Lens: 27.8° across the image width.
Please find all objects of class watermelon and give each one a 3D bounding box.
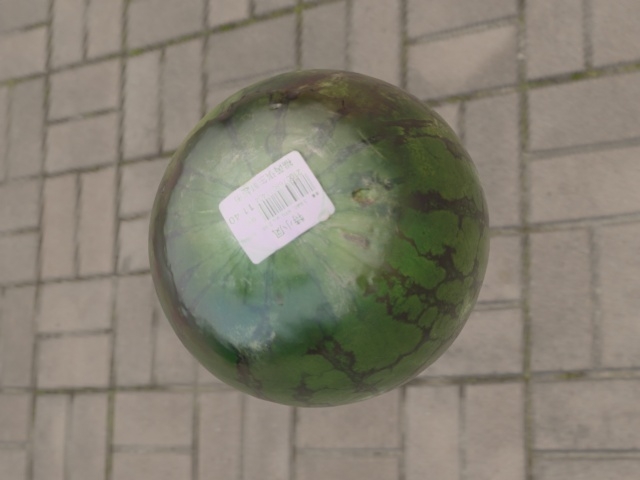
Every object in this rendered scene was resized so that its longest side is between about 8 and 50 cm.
[{"bbox_3d":[0.000,0.000,1.279,0.363,0.363,0.363,-7,79,37],"label":"watermelon"}]
